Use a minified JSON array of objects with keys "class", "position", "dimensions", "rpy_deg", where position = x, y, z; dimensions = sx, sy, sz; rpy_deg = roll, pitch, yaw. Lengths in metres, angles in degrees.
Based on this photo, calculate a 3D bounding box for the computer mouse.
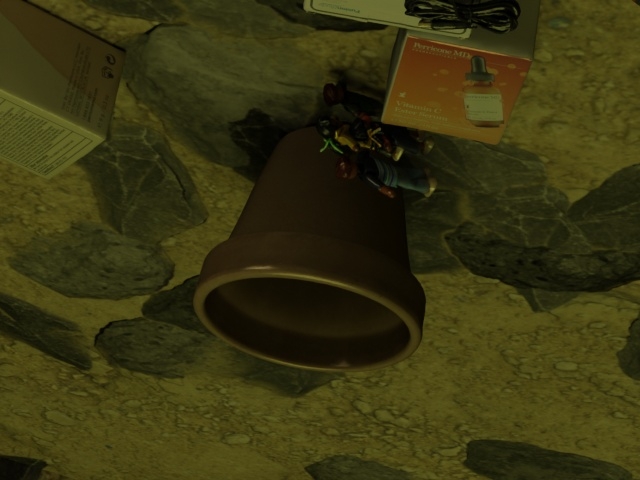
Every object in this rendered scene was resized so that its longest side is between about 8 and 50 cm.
[{"class":"computer mouse","position":[0.114,-0.245,1.554],"dimensions":[0.106,0.042,0.193],"rpy_deg":[6,158,16]}]

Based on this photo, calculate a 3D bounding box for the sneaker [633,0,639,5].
[{"class":"sneaker","position":[0.371,-0.282,1.525],"dimensions":[0.321,0.124,0.180],"rpy_deg":[-3,156,45]}]

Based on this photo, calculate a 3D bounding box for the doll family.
[{"class":"doll family","position":[0.051,-0.107,1.879],"dimensions":[0.111,0.076,0.193],"rpy_deg":[13,-162,-29]}]

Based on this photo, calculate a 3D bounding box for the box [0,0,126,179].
[{"class":"box","position":[-0.386,-0.197,1.908],"dimensions":[0.311,0.121,0.148],"rpy_deg":[27,148,-29]}]

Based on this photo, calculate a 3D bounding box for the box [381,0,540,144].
[{"class":"box","position":[0.141,-0.187,1.787],"dimensions":[0.130,0.091,0.170],"rpy_deg":[11,153,-1]}]

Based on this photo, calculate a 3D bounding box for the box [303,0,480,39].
[{"class":"box","position":[0.080,-0.308,1.583],"dimensions":[0.169,0.087,0.290],"rpy_deg":[9,152,1]}]

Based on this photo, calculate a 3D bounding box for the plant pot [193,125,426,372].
[{"class":"plant pot","position":[0.000,0.000,2.036],"dimensions":[0.263,0.229,0.263],"rpy_deg":[7,152,4]}]
